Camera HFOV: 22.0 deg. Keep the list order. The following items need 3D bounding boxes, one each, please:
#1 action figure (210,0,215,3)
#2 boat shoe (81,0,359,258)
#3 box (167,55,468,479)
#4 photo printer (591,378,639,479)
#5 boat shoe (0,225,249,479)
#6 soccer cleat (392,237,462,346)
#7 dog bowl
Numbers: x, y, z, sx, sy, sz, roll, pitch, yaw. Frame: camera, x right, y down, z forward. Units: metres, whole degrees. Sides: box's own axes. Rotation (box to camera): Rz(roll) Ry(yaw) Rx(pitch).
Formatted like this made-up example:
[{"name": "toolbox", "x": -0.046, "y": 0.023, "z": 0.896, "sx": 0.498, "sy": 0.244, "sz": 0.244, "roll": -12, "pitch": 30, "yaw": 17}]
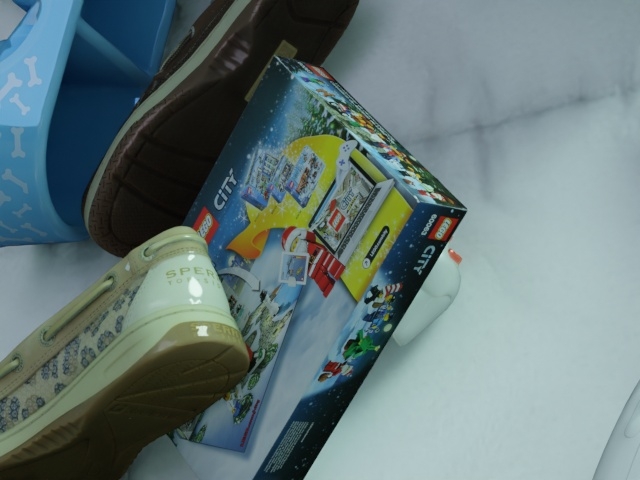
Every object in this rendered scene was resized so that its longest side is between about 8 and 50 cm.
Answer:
[{"name": "action figure", "x": -0.055, "y": -0.314, "z": 1.243, "sx": 0.185, "sy": 0.099, "sz": 0.285, "roll": 5, "pitch": 79, "yaw": 24}, {"name": "boat shoe", "x": -0.074, "y": -0.099, "z": 1.140, "sx": 0.257, "sy": 0.095, "sz": 0.095, "roll": -49, "pitch": 28, "yaw": -4}, {"name": "box", "x": -0.026, "y": 0.029, "z": 0.989, "sx": 0.159, "sy": 0.044, "sz": 0.233, "roll": 49, "pitch": 118, "yaw": 40}, {"name": "photo printer", "x": 0.281, "y": 0.134, "z": 0.774, "sx": 0.307, "sy": 0.107, "sz": 0.256, "roll": 21, "pitch": 74, "yaw": 37}, {"name": "boat shoe", "x": -0.156, "y": 0.096, "z": 1.017, "sx": 0.285, "sy": 0.105, "sz": 0.089, "roll": -33, "pitch": 57, "yaw": 29}, {"name": "soccer cleat", "x": 0.000, "y": 0.000, "z": 1.039, "sx": 0.196, "sy": 0.068, "sz": 0.076, "roll": 27, "pitch": 71, "yaw": 35}, {"name": "dog bowl", "x": -0.173, "y": -0.133, "z": 1.147, "sx": 0.074, "sy": 0.166, "sz": 0.297, "roll": 10, "pitch": 79, "yaw": 20}]
